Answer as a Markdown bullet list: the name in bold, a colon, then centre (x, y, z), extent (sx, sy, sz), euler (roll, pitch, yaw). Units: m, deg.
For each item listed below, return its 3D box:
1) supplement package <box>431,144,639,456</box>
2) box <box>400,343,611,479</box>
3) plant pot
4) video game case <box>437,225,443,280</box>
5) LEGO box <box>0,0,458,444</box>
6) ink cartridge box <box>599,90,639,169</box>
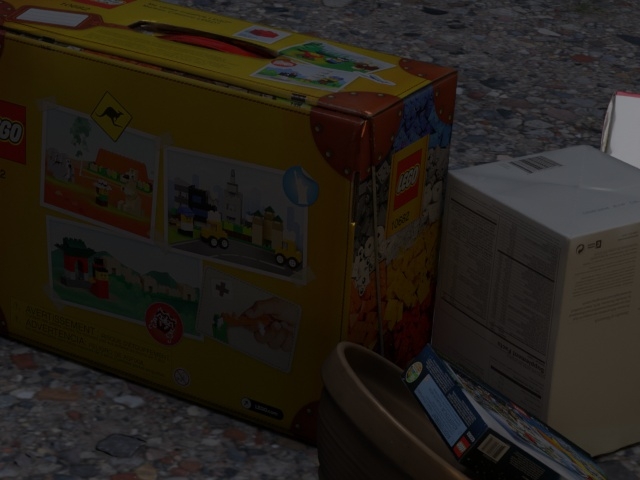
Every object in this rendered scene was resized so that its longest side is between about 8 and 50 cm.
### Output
- **supplement package**: centre (0.254, 0.065, 1.805), extent (0.199, 0.262, 0.198), euler (-12, 28, -32)
- **box**: centre (0.192, 0.201, 1.600), extent (0.233, 0.044, 0.159), euler (35, 9, -27)
- **plant pot**: centre (0.075, 0.208, 1.587), extent (0.237, 0.110, 0.237), euler (39, 8, -7)
- **video game case**: centre (0.000, 0.000, 2.201), extent (0.329, 0.036, 0.300), euler (20, 29, 34)
- **LEGO box**: centre (-0.132, -0.041, 1.856), extent (0.500, 0.372, 0.193), euler (17, 27, 26)
- **ink cartridge box**: centre (0.427, -0.044, 2.045), extent (0.207, 0.283, 0.117), euler (8, 64, 9)
